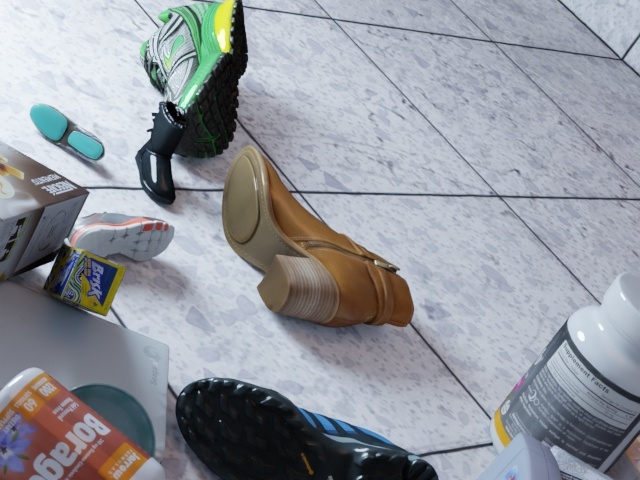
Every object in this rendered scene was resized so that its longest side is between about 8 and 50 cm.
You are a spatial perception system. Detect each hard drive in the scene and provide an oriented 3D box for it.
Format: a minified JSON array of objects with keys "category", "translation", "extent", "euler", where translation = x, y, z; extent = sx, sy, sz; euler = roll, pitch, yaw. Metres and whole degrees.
[{"category":"hard drive","translation":[-0.307,0.123,1.717],"extent":[0.307,0.040,0.203],"euler":[24,28,-17]}]

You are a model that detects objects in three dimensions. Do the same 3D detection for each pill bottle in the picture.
[{"category":"pill bottle","translation":[-0.224,0.228,1.537],"extent":[0.216,0.121,0.121],"euler":[37,27,4]},{"category":"pill bottle","translation":[0.351,0.183,2.070],"extent":[0.162,0.278,0.162],"euler":[27,27,-15]}]

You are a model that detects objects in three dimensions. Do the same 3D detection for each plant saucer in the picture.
[{"category":"plant saucer","translation":[-0.225,0.203,1.635],"extent":[0.119,0.021,0.119],"euler":[6,75,-23]}]

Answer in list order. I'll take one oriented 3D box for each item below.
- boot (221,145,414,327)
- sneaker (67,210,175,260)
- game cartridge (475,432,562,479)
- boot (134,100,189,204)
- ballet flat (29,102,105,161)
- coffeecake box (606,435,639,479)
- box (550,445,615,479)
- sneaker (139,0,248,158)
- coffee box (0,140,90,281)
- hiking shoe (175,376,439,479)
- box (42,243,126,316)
[{"category":"boot","translation":[0.000,0.000,2.176],"extent":[0.220,0.109,0.283],"euler":[10,37,-37]},{"category":"sneaker","translation":[-0.247,-0.016,1.995],"extent":[0.158,0.061,0.065],"euler":[1,34,-47]},{"category":"game cartridge","translation":[0.180,0.334,1.723],"extent":[0.062,0.198,0.297],"euler":[30,26,-6]},{"category":"boot","translation":[-0.204,-0.119,2.165],"extent":[0.045,0.099,0.121],"euler":[13,33,-32]},{"category":"ballet flat","translation":[-0.331,-0.139,2.138],"extent":[0.114,0.041,0.041],"euler":[34,27,2]},{"category":"coffeecake box","translation":[0.450,0.336,2.159],"extent":[0.142,0.068,0.185],"euler":[12,34,-38]},{"category":"box","translation":[0.325,0.378,1.844],"extent":[0.247,0.163,0.142],"euler":[30,25,-5]},{"category":"sneaker","translation":[-0.193,-0.230,2.373],"extent":[0.146,0.134,0.343],"euler":[-3,36,8]},{"category":"coffee box","translation":[-0.369,-0.031,1.771],"extent":[0.141,0.098,0.246],"euler":[30,14,8]},{"category":"hiking shoe","translation":[-0.021,0.238,1.802],"extent":[0.304,0.113,0.132],"euler":[25,-3,-3]},{"category":"box","translation":[-0.260,0.043,1.791],"extent":[0.054,0.059,0.169],"euler":[24,-5,-15]}]
